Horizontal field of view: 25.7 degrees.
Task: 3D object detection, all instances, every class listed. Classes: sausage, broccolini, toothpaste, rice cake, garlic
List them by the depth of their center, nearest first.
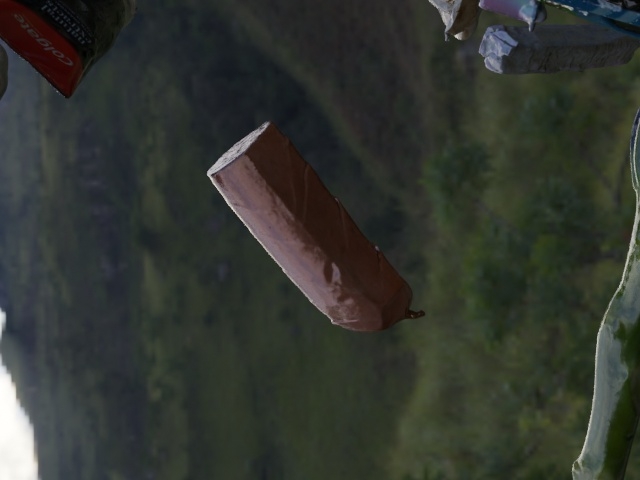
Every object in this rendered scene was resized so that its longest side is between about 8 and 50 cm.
[{"bbox_3d":[0.192,0.022,0.763,0.079,0.074,0.392,-77,-9,-53],"label":"broccolini"},{"bbox_3d":[-0.150,-0.127,0.837,0.071,0.045,0.193,44,-164,-7],"label":"toothpaste"},{"bbox_3d":[0.000,0.000,0.944,0.169,0.065,0.065,50,-162,-11],"label":"sausage"},{"bbox_3d":[0.259,-0.206,1.495,0.270,0.055,0.049,-12,-38,-48],"label":"rice cake"},{"bbox_3d":[0.157,-0.292,1.641,0.094,0.074,0.113,45,142,50],"label":"garlic"}]

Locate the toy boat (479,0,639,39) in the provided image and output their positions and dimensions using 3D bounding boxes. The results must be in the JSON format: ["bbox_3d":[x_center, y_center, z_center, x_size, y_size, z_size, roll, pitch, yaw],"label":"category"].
[{"bbox_3d":[0.271,-0.174,1.001,0.092,0.299,0.134,99,-169,-55],"label":"toy boat"}]

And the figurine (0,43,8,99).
[{"bbox_3d":[-0.516,-0.140,1.422,0.206,0.365,0.218,52,-134,-26],"label":"figurine"}]
